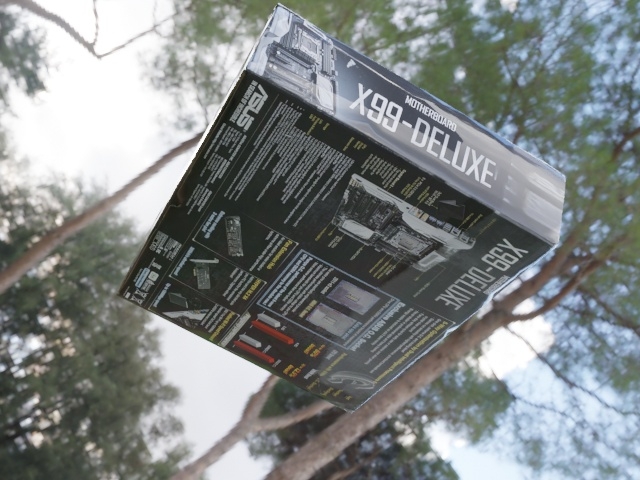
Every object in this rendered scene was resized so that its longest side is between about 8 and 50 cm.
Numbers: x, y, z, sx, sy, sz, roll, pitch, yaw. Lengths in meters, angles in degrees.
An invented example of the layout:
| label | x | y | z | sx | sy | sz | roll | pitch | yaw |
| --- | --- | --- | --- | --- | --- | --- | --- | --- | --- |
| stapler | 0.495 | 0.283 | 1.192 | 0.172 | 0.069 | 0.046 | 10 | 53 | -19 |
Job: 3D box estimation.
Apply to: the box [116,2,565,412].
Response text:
| label | x | y | z | sx | sy | sz | roll | pitch | yaw |
| --- | --- | --- | --- | --- | --- | --- | --- | --- | --- |
| box | 0.000 | 0.000 | 0.714 | 0.242 | 0.077 | 0.307 | 28 | -41 | -10 |
